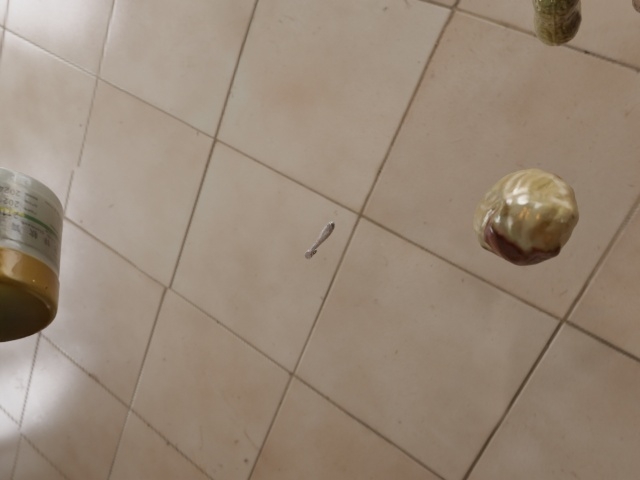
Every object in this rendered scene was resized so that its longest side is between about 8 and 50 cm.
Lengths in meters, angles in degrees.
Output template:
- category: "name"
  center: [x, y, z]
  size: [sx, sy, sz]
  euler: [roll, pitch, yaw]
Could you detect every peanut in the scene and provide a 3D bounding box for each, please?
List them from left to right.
- category: "peanut"
  center: [0.563, -0.564, 1.201]
  size: [0.111, 0.274, 0.125]
  euler: [13, 86, 24]

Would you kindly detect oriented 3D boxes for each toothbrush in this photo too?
- category: "toothbrush"
  center: [0.000, 0.000, 1.358]
  size: [0.025, 0.029, 0.307]
  euler: [50, 160, 5]

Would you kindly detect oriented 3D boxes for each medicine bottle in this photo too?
- category: "medicine bottle"
  center: [-0.577, 0.027, 0.877]
  size: [0.238, 0.238, 0.231]
  euler: [-33, 53, 28]

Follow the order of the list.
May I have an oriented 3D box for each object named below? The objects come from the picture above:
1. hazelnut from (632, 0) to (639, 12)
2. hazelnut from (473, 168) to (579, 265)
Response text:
- category: "hazelnut"
  center: [0.256, -0.232, 0.294]
  size: [0.160, 0.170, 0.201]
  euler: [36, 111, 24]
- category: "hazelnut"
  center: [0.520, -0.054, 1.270]
  size: [0.241, 0.261, 0.261]
  euler: [26, 115, -19]
